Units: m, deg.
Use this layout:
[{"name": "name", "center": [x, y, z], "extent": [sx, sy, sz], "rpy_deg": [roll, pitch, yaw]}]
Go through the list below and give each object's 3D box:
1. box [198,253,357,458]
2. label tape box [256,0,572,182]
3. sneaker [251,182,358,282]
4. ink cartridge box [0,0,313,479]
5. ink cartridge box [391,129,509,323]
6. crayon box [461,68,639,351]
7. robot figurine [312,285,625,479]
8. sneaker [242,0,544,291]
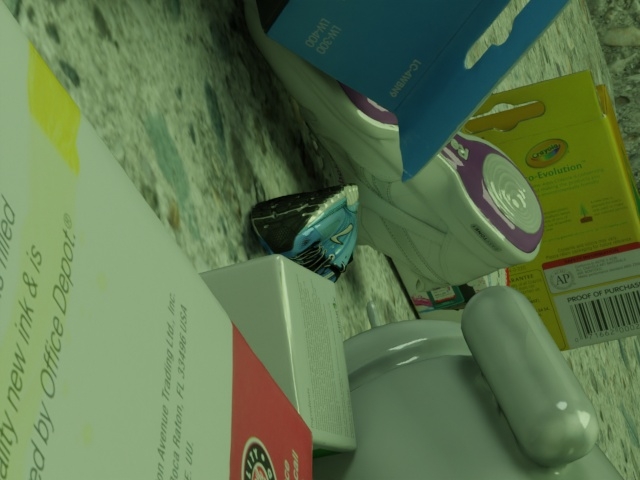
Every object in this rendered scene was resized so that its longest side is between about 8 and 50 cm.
[{"name": "box", "center": [-0.045, 0.071, 0.828], "extent": [0.087, 0.101, 0.102], "rpy_deg": [31, 48, -66]}, {"name": "label tape box", "center": [0.052, -0.252, 1.038], "extent": [0.115, 0.249, 0.348], "rpy_deg": [14, 46, -28]}, {"name": "sneaker", "center": [0.000, 0.000, 1.096], "extent": [0.162, 0.063, 0.073], "rpy_deg": [-18, 97, -73]}, {"name": "ink cartridge box", "center": [-0.143, 0.078, 0.410], "extent": [0.385, 0.160, 0.279], "rpy_deg": [60, 23, -44]}, {"name": "ink cartridge box", "center": [0.125, 0.012, 1.455], "extent": [0.134, 0.078, 0.231], "rpy_deg": [-86, 156, -45]}, {"name": "crayon box", "center": [0.235, -0.033, 1.627], "extent": [0.081, 0.202, 0.319], "rpy_deg": [-75, 148, -58]}, {"name": "robot figurine", "center": [0.082, 0.178, 0.887], "extent": [0.353, 0.199, 0.300], "rpy_deg": [-123, -134, -55]}, {"name": "sneaker", "center": [0.032, -0.070, 1.190], "extent": [0.305, 0.152, 0.114], "rpy_deg": [47, 41, -16]}]
